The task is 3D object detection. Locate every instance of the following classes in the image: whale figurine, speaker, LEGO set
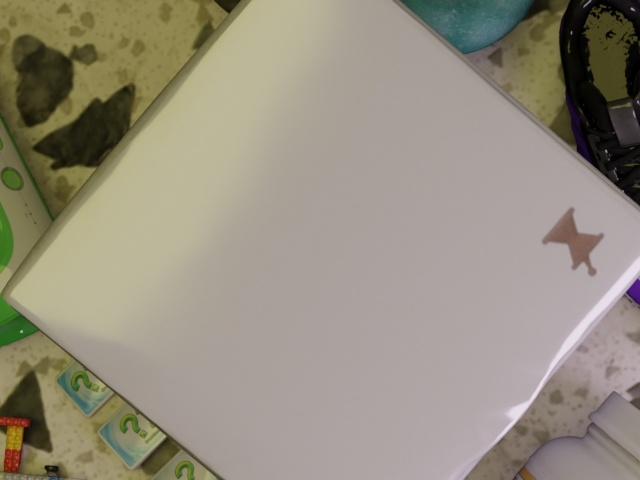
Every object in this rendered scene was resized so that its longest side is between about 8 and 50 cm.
[{"bbox_3d":[0.051,-0.242,1.573,0.272,0.216,0.141,16,113,0],"label":"whale figurine"},{"bbox_3d":[-0.321,-0.057,1.649,0.131,0.131,0.296,-29,81,6],"label":"speaker"},{"bbox_3d":[-0.219,0.216,1.641,0.244,0.060,0.182,-44,76,4],"label":"LEGO set"}]

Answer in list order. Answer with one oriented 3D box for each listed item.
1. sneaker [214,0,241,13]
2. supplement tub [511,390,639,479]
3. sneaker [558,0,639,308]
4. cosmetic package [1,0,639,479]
[{"bbox_3d":[-0.089,-0.316,1.652,0.130,0.087,0.227,-28,75,13],"label":"sneaker"},{"bbox_3d":[0.208,0.299,1.470,0.228,0.228,0.316,39,92,11],"label":"supplement tub"},{"bbox_3d":[0.254,-0.079,1.539,0.102,0.146,0.293,-16,82,8],"label":"sneaker"},{"bbox_3d":[0.000,0.000,1.416,0.327,0.393,0.329,40,91,-6],"label":"cosmetic package"}]
